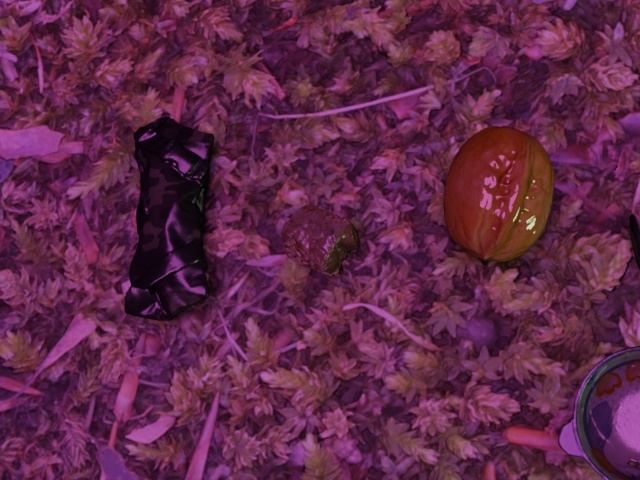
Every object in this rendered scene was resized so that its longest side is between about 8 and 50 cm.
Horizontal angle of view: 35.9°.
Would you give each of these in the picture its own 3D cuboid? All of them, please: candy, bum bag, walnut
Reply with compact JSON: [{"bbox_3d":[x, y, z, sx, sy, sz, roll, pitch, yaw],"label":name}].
[{"bbox_3d":[0.000,0.000,1.518,0.110,0.085,0.095,31,76,26],"label":"candy"},{"bbox_3d":[-0.234,-0.038,1.559,0.144,0.095,0.340,-6,70,16],"label":"bum bag"},{"bbox_3d":[0.261,-0.067,1.446,0.159,0.159,0.206,13,75,13],"label":"walnut"}]

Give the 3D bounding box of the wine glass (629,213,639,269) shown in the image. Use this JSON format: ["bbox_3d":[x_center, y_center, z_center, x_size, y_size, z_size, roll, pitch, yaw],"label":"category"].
[{"bbox_3d":[0.553,-0.014,1.411,0.202,0.093,0.092,-9,76,8],"label":"wine glass"}]

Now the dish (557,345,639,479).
[{"bbox_3d":[0.450,0.263,1.368,0.237,0.086,0.227,7,80,11],"label":"dish"}]
